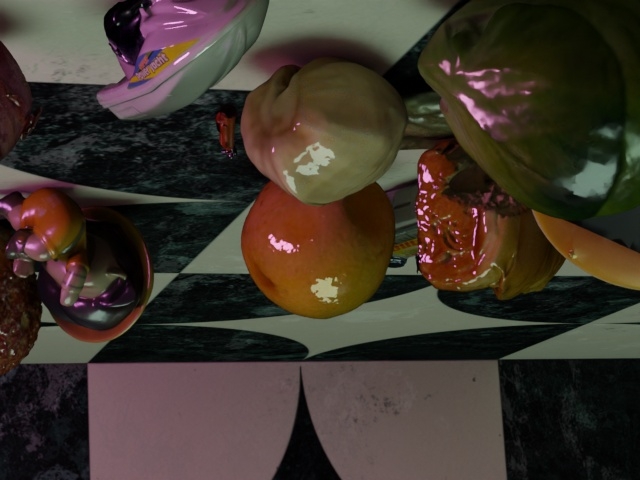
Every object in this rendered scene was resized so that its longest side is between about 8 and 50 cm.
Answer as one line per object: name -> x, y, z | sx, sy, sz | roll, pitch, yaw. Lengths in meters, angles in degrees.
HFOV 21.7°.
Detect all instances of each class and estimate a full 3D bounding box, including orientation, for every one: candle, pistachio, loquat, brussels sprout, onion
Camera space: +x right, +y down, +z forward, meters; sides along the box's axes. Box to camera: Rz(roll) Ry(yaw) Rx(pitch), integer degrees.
candle -> -0.111, -0.127, 1.982 | 0.026, 0.021, 0.167 | -22, 169, -8
pistachio -> 0.011, -0.115, 1.770 | 0.157, 0.157, 0.229 | -10, 178, 28
loquat -> 0.000, 0.000, 2.162 | 0.208, 0.208, 0.208 | -3, 168, -1
brussels sprout -> 0.231, -0.139, 1.569 | 0.271, 0.210, 0.219 | 25, 139, 12
onion -> -0.364, -0.151, 1.568 | 0.159, 0.159, 0.195 | -8, 137, 21

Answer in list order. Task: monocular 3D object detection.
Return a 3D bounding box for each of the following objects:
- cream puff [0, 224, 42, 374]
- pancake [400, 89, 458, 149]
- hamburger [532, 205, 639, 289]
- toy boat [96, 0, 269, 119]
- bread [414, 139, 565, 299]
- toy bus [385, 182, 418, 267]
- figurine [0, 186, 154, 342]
cream puff -> -0.479, 0.077, 2.346 | 0.164, 0.240, 0.240 | -16, 164, 18
pancake -> 0.142, -0.139, 1.936 | 0.236, 0.042, 0.222 | -9, 171, 35
hamburger -> 0.356, -0.084, 1.788 | 0.276, 0.179, 0.294 | 21, 136, 11
toy boat -> -0.129, -0.189, 1.476 | 0.140, 0.141, 0.269 | 0, 168, -13
bread -> 0.225, -0.025, 2.060 | 0.148, 0.195, 0.344 | -3, 180, 18
toy bus -> 0.121, -0.026, 2.356 | 0.106, 0.092, 0.268 | 19, 157, -37
figurine -> -0.325, 0.024, 2.287 | 0.167, 0.192, 0.257 | -41, 150, -9
